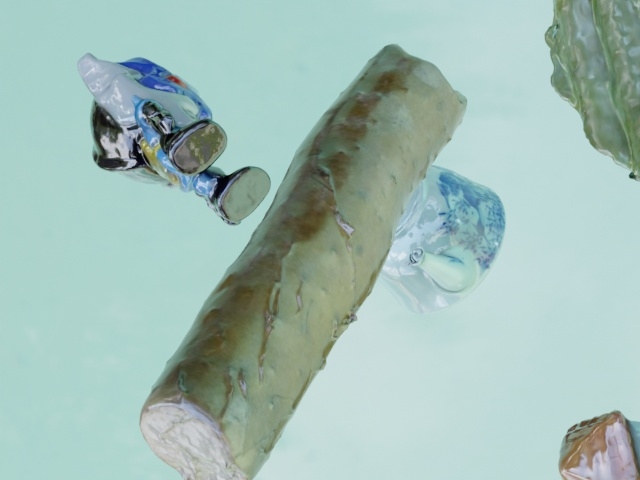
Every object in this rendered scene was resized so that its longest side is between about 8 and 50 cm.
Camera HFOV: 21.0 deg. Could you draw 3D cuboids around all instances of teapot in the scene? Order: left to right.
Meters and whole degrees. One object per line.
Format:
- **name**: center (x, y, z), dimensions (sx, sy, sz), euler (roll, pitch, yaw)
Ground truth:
- **teapot**: center (0.100, -0.019, 1.822), dimensions (0.232, 0.159, 0.159), euler (-119, 43, -54)

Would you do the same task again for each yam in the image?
- **yam**: center (0.000, 0.000, 0.663), dimensions (0.057, 0.241, 0.057), euler (15, 132, 17)

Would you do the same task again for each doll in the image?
- **doll**: center (-0.091, -0.059, 0.954), dimensions (0.096, 0.070, 0.195), euler (53, 170, -29)

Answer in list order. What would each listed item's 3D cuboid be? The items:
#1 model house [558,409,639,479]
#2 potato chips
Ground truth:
- **model house**: center (0.359, 0.201, 1.320), dimensions (0.295, 0.329, 0.252), euler (-31, 66, 59)
- **potato chips**: center (0.348, -0.218, 1.461), dimensions (0.373, 0.097, 0.389), euler (-52, 34, 16)
